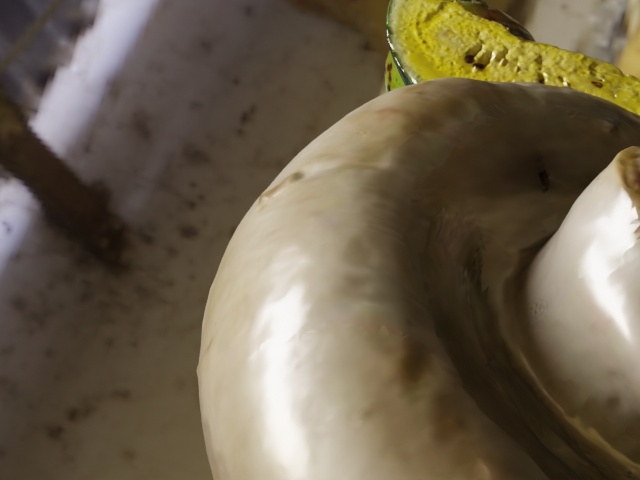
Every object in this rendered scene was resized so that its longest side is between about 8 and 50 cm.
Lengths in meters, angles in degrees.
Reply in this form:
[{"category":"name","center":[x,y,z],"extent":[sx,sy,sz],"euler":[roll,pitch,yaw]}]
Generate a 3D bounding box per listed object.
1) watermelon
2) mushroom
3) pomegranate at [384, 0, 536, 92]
[{"category":"watermelon","center":[0.170,-0.128,1.672],"extent":[0.129,0.301,0.123],"euler":[-63,-25,-2]},{"category":"mushroom","center":[0.130,0.067,0.854],"extent":[0.362,0.362,0.294],"euler":[-23,-22,-48]},{"category":"pomegranate","center":[0.142,-0.139,1.875],"extent":[0.159,0.159,0.205],"euler":[-10,-79,-53]}]
